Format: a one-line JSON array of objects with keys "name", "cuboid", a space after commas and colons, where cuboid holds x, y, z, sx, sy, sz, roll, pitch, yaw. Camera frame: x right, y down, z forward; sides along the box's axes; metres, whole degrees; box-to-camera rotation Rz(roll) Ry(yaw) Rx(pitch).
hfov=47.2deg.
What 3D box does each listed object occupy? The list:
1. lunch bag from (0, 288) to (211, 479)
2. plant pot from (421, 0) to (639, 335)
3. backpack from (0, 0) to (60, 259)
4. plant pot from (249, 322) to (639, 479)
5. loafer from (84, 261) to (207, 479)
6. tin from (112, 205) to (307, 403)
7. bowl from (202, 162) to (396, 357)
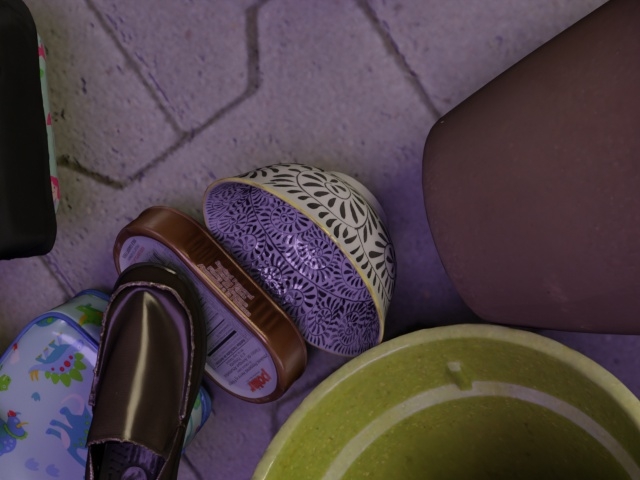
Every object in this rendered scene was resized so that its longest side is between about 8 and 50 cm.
[{"name": "lunch bag", "cuboid": [-0.216, 0.169, 0.647, 0.176, 0.090, 0.219, 42, 107, 0]}, {"name": "plant pot", "cuboid": [0.196, -0.038, 0.449, 0.229, 0.263, 0.263, -18, 99, 33]}, {"name": "backpack", "cuboid": [-0.336, -0.084, 0.559, 0.254, 0.191, 0.225, -3, 100, 5]}, {"name": "plant pot", "cuboid": [0.119, 0.238, 0.491, 0.276, 0.276, 0.254, -24, 134, 16]}, {"name": "loafer", "cuboid": [-0.130, 0.127, 0.542, 0.080, 0.078, 0.220, 4, 95, -3]}, {"name": "tin", "cuboid": [-0.093, 0.056, 0.600, 0.189, 0.040, 0.106, 46, 141, -1]}, {"name": "bowl", "cuboid": [0.000, 0.000, 0.552, 0.170, 0.080, 0.170, 33, 150, 22]}]
